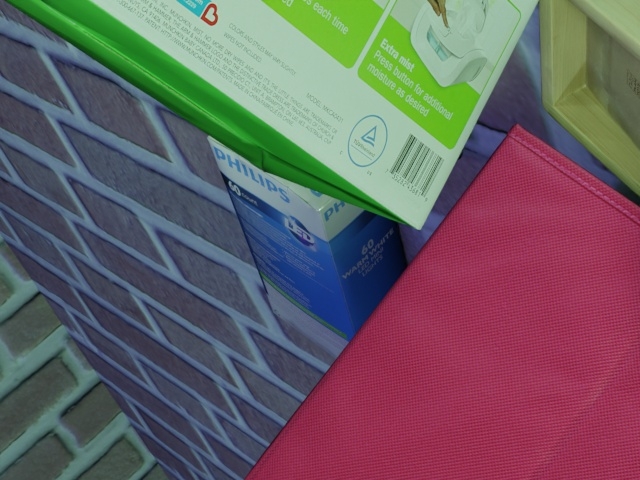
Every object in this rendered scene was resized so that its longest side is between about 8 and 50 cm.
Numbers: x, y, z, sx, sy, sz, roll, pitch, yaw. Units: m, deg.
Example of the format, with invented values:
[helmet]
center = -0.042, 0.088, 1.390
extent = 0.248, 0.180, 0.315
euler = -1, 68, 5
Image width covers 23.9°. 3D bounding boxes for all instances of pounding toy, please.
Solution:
[pounding toy]
center = 0.190, -0.079, 0.744
extent = 0.141, 0.100, 0.130
euler = 48, 164, 33

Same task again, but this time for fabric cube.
[fabric cube]
center = 0.156, 0.136, 0.843
extent = 0.259, 0.258, 0.254
euler = 38, -178, 26

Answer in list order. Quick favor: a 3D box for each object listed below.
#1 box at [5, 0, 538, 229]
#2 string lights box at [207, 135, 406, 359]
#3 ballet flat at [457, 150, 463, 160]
[box]
center = -0.014, -0.167, 0.642
extent = 0.126, 0.231, 0.262
euler = 22, 174, 44
[string lights box]
center = 0.000, 0.000, 1.303
extent = 0.133, 0.077, 0.260
euler = 35, 157, 31
[ballet flat]
center = 0.058, -0.100, 1.047
extent = 0.114, 0.041, 0.041
euler = 42, 160, 11
